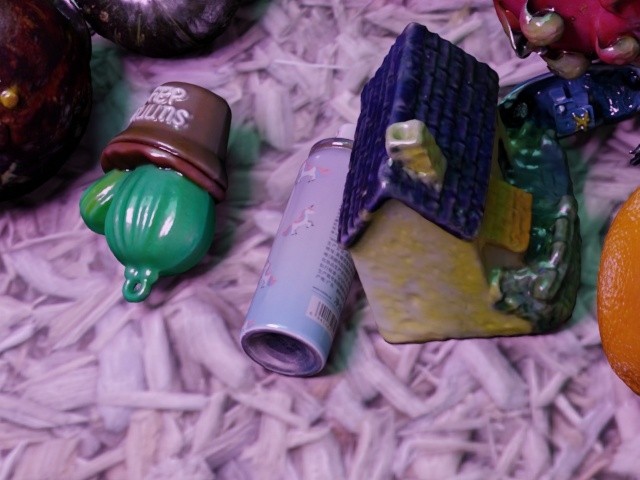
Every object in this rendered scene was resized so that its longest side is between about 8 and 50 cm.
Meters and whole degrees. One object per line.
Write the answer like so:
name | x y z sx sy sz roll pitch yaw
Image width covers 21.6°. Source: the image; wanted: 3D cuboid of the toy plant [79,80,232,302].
toy plant | -0.147 -0.040 1.468 0.143 0.105 0.200 9 67 34

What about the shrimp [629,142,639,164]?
shrimp | 0.381 -0.133 1.367 0.262 0.198 0.051 -46 57 38

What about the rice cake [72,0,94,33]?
rice cake | -0.241 -0.239 1.690 0.270 0.049 0.055 -33 49 -9

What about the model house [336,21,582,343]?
model house | 0.107 -0.057 1.321 0.170 0.211 0.194 -3 51 19

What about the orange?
orange | 0.292 0.035 1.199 0.206 0.206 0.206 -10 50 12

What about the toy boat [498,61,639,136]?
toy boat | 0.210 -0.116 1.429 0.137 0.060 0.061 -9 29 8

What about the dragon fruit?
dragon fruit | 0.222 -0.259 1.365 0.198 0.218 0.272 -18 60 25

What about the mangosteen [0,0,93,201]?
mangosteen | -0.318 -0.161 1.553 0.231 0.231 0.289 -9 33 12

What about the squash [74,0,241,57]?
squash | -0.155 -0.271 1.596 0.193 0.156 0.193 1 93 22

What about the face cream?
face cream | 0.000 0.000 1.400 0.075 0.075 0.229 4 53 22
